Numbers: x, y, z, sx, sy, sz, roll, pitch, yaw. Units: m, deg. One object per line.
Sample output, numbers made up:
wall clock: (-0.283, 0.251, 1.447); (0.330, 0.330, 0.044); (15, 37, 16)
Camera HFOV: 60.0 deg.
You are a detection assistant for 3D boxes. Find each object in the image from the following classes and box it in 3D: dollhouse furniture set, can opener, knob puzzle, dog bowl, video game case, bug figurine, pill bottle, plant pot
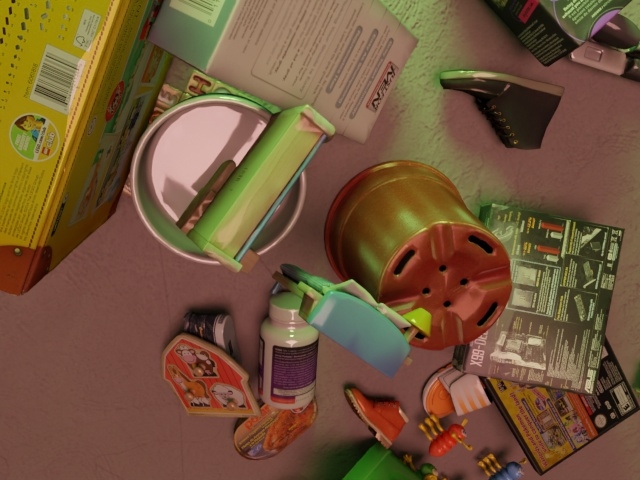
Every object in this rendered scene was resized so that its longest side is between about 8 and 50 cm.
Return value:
dollhouse furniture set: (0.000, 0.000, 0.757); (0.303, 0.286, 0.198); (38, 84, -22)
can opener: (0.552, -0.310, 0.942); (0.281, 0.093, 0.074); (14, 94, -12)
knob puzzle: (-0.215, 0.249, 0.994); (0.213, 0.030, 0.213); (11, 123, 17)
dog bowl: (-0.159, -0.100, 0.885); (0.265, 0.104, 0.264); (-3, 110, -8)
video game case: (0.474, 0.296, 1.092); (0.248, 0.035, 0.274); (-33, 108, -2)
bug figurine: (0.292, 0.487, 1.164); (0.279, 0.072, 0.216); (36, 107, -22)
pill bottle: (-0.058, 0.197, 1.009); (0.108, 0.108, 0.193); (1, 109, -9)
plant pot: (0.161, 0.027, 0.902); (0.273, 0.265, 0.272); (-3, 109, -8)

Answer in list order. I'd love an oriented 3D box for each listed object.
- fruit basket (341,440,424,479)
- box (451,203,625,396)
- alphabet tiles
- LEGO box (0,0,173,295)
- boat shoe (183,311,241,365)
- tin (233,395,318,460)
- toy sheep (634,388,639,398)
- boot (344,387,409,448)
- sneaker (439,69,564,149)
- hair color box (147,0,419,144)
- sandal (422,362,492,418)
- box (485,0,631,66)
fruit basket: (0.031, 0.611, 1.125); (0.392, 0.283, 0.391); (11, 111, 33)
box: (0.388, 0.106, 0.998); (0.243, 0.076, 0.307); (10, 89, -1)
alphabet tiles: (-0.204, -0.147, 0.922); (0.198, 0.009, 0.237); (24, 104, -15)
LEGO box: (-0.309, -0.240, 0.678); (0.193, 0.372, 0.499); (23, 103, -12)
boat shoe: (-0.199, 0.206, 1.020); (0.083, 0.065, 0.183); (7, 120, 14)
tin: (-0.090, 0.357, 1.097); (0.190, 0.040, 0.106); (-41, 114, 6)
toy sheep: (0.729, 0.304, 1.182); (0.091, 0.091, 0.132); (3, 103, -10)
boot: (0.114, 0.338, 1.117); (0.085, 0.059, 0.158); (-42, 109, -8)
sneaker: (0.299, -0.219, 0.936); (0.222, 0.083, 0.118); (7, 108, -12)
hair color box: (-0.021, -0.267, 0.734); (0.114, 0.375, 0.185); (35, 104, 28)
sandal: (0.326, 0.279, 1.113); (0.265, 0.076, 0.102); (-34, 110, 4)
box: (0.324, -0.418, 0.807); (0.165, 0.143, 0.270); (-42, 93, 6)
